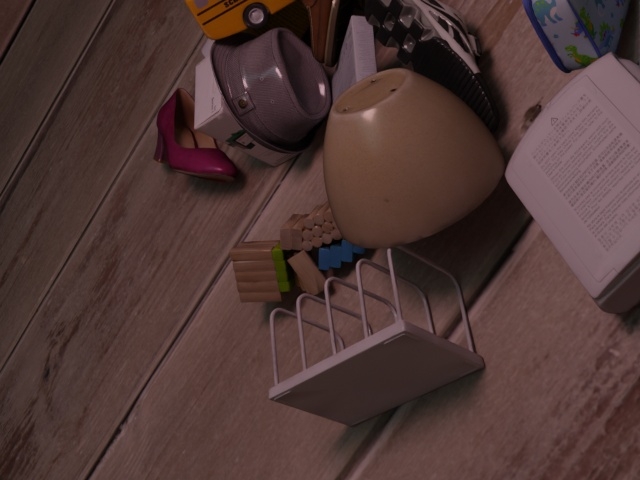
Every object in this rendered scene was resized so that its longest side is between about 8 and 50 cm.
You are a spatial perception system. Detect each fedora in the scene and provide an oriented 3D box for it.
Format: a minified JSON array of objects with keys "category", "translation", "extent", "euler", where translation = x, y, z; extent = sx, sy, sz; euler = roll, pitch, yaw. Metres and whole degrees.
[{"category":"fedora","translation":[-0.075,-0.308,1.719],"extent":[0.124,0.243,0.276],"euler":[-28,80,41]}]

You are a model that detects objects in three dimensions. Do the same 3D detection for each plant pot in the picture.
[{"category":"plant pot","translation":[0.114,-0.149,1.374],"extent":[0.284,0.191,0.284],"euler":[-24,27,13]}]

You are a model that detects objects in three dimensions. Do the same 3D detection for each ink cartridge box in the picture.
[{"category":"ink cartridge box","translation":[0.060,-0.252,1.628],"extent":[0.223,0.045,0.224],"euler":[112,160,-63]},{"category":"ink cartridge box","translation":[-0.145,-0.267,1.802],"extent":[0.092,0.219,0.160],"euler":[-25,55,38]}]

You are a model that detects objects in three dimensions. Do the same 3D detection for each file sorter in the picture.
[{"category":"file sorter","translation":[0.077,0.149,1.411],"extent":[0.277,0.192,0.173],"euler":[-31,49,33]}]

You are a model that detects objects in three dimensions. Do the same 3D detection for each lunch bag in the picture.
[{"category":"lunch bag","translation":[0.380,-0.374,1.312],"extent":[0.090,0.176,0.219],"euler":[-3,53,42]}]

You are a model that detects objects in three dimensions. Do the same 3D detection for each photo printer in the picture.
[{"category":"photo printer","translation":[0.401,-0.093,1.230],"extent":[0.256,0.107,0.308],"euler":[-52,43,26]}]

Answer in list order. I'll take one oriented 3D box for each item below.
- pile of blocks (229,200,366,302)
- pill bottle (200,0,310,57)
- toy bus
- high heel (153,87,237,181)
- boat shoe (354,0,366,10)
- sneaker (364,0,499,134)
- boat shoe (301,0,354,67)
[{"category":"pile of blocks","translation":[0.000,0.000,1.641],"extent":[0.362,0.149,0.113],"euler":[-29,10,24]},{"category":"pill bottle","translation":[-0.104,-0.497,1.887],"extent":[0.334,0.187,0.188],"euler":[-53,43,15]},{"category":"toy bus","translation":[-0.094,-0.507,1.716],"extent":[0.332,0.130,0.108],"euler":[-30,26,4]},{"category":"high heel","translation":[-0.277,-0.239,1.991],"extent":[0.377,0.127,0.181],"euler":[23,100,52]},{"category":"boat shoe","translation":[0.136,-0.611,1.741],"extent":[0.123,0.123,0.342],"euler":[34,109,55]},{"category":"sneaker","translation":[0.225,-0.318,1.523],"extent":[0.331,0.146,0.122],"euler":[58,144,17]},{"category":"boat shoe","translation":[0.004,-0.475,1.640],"extent":[0.104,0.111,0.308],"euler":[13,118,12]}]
